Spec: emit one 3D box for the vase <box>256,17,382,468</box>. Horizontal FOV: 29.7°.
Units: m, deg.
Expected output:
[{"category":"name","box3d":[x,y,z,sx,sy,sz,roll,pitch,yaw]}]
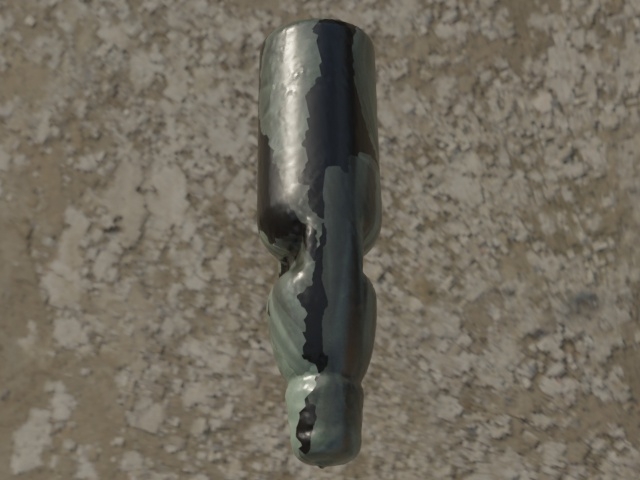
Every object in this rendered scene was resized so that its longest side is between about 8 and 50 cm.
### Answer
[{"category":"vase","box3d":[0.000,0.000,0.562,0.060,0.060,0.211,-8,67,17]}]
